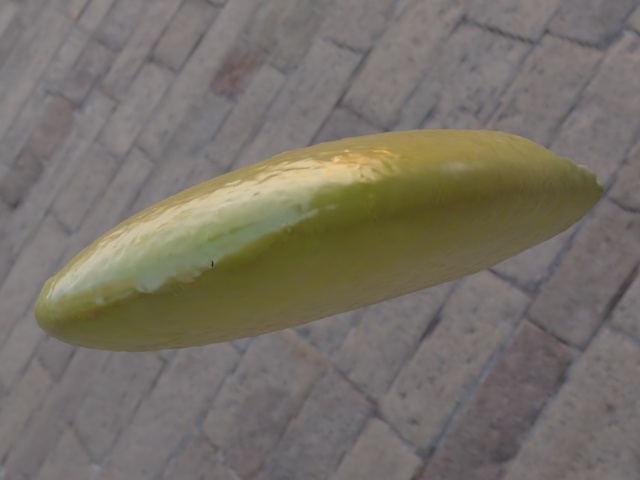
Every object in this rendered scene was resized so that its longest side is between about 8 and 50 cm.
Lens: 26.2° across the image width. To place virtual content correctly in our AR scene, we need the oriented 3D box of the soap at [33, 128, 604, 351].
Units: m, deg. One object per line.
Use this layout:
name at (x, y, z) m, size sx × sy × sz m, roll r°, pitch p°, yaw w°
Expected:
soap at (0.000, -0.003, 0.958) m, size 0.306 × 0.427 × 0.115 m, roll -15°, pitch 88°, yaw 33°
